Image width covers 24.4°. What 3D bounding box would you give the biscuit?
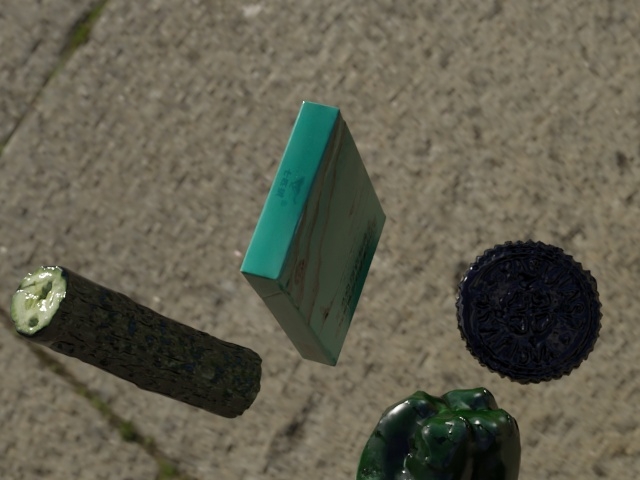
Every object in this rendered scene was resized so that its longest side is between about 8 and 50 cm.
[{"bbox_3d":[0.261,0.088,1.863,0.194,0.053,0.195,0,74,-1],"label":"biscuit"}]

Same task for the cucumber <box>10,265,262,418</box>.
[{"bbox_3d":[-0.125,0.072,1.015,0.058,0.187,0.058,-27,49,37],"label":"cucumber"}]

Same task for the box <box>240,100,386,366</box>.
[{"bbox_3d":[0.000,0.000,1.298,0.042,0.226,0.161,12,71,18],"label":"box"}]

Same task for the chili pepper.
[{"bbox_3d":[0.134,0.295,1.704,0.165,0.174,0.261,35,119,44],"label":"chili pepper"}]
